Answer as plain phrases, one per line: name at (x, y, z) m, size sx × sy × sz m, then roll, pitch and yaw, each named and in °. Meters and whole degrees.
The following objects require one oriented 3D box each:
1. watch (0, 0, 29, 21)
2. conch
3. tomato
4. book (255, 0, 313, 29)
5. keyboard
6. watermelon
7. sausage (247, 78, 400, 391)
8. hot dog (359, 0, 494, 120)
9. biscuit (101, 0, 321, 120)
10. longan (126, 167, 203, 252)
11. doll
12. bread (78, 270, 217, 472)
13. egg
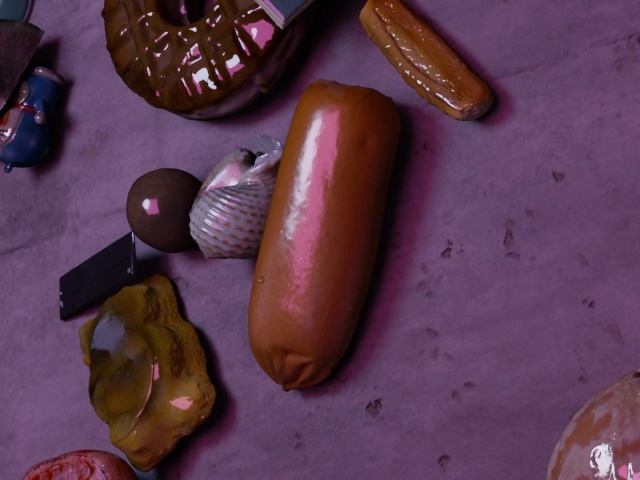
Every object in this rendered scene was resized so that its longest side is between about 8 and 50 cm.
watch at (-0.515, -0.344, 2.105) m, size 0.237 × 0.068 × 0.195 m, roll 10°, pitch 83°, yaw 42°
conch at (-0.090, -0.044, 1.693) m, size 0.153 × 0.102 × 0.135 m, roll -40°, pitch 39°, yaw -2°
tomato at (-0.280, 0.361, 1.738) m, size 0.236 × 0.095 × 0.237 m, roll -6°, pitch 80°, yaw 42°
book at (-0.077, -0.464, 1.681) m, size 0.264 × 0.031 × 0.379 m, roll -42°, pitch 79°, yaw -5°
keyboard at (-0.288, 0.048, 1.841) m, size 0.198 × 0.010 × 0.064 m, roll -28°, pitch 61°, yaw 47°
watermelon at (-0.472, -0.234, 1.998) m, size 0.128 × 0.146 × 0.231 m, roll 43°, pitch 134°, yaw -6°
sausage at (-0.001, 0.000, 1.610) m, size 0.134 × 0.116 × 0.354 m, roll 12°, pitch 90°, yaw 11°
hot dog at (0.113, -0.201, 1.611) m, size 0.066 × 0.047 × 0.216 m, roll -32°, pitch 56°, yaw -15°
biscuit at (-0.137, -0.311, 1.789) m, size 0.332 × 0.103 × 0.332 m, roll -8°, pitch 75°, yaw 35°
longan at (-0.180, -0.037, 1.766) m, size 0.119 × 0.106 × 0.106 m, roll 0°, pitch 76°, yaw -6°
doll at (-0.402, -0.162, 1.965) m, size 0.114 × 0.085 × 0.152 m, roll 3°, pitch 70°, yaw 60°
bread at (-0.222, 0.156, 1.754) m, size 0.161 × 0.088 × 0.233 m, roll -49°, pitch 53°, yaw 23°
egg at (0.298, 0.236, 1.275) m, size 0.203 × 0.203 × 0.245 m, roll 3°, pitch 86°, yaw 37°
